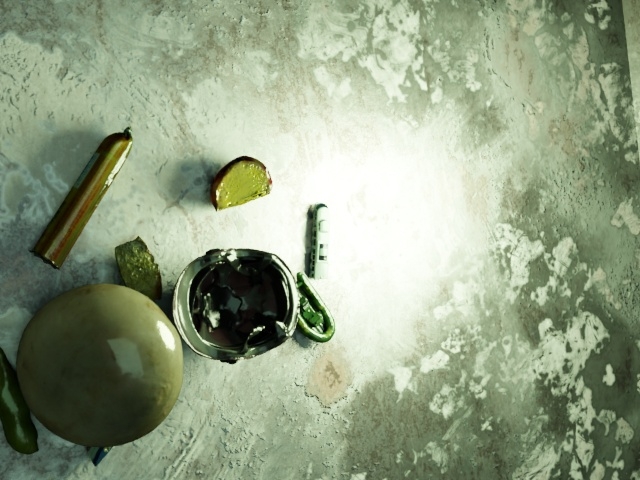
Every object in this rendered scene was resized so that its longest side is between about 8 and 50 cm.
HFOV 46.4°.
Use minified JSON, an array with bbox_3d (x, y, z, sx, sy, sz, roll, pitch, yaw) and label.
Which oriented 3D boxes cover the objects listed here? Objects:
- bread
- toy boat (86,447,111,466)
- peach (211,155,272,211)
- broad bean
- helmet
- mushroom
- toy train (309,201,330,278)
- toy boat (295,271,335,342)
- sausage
[{"bbox_3d":[-0.421,0.076,1.741,0.086,0.125,0.156,-20,76,-18],"label":"bread"},{"bbox_3d":[-0.468,0.420,1.751,0.046,0.080,0.229,34,75,12],"label":"toy boat"},{"bbox_3d":[-0.205,-0.135,1.875,0.172,0.092,0.127,-45,104,-8],"label":"peach"},{"bbox_3d":[-0.692,0.334,1.626,0.098,0.056,0.318,-40,114,-37],"label":"broad bean"},{"bbox_3d":[-0.228,0.153,1.797,0.338,0.197,0.270,-11,89,-32],"label":"helmet"},{"bbox_3d":[-0.474,0.268,1.650,0.363,0.294,0.362,0,101,3],"label":"mushroom"},{"bbox_3d":[0.000,0.000,2.006,0.043,0.047,0.207,3,90,-29],"label":"toy train"},{"bbox_3d":[-0.034,0.183,1.983,0.104,0.052,0.210,-41,107,-24],"label":"toy boat"},{"bbox_3d":[-0.535,-0.112,1.711,0.082,0.082,0.371,34,74,-23],"label":"sausage"}]
